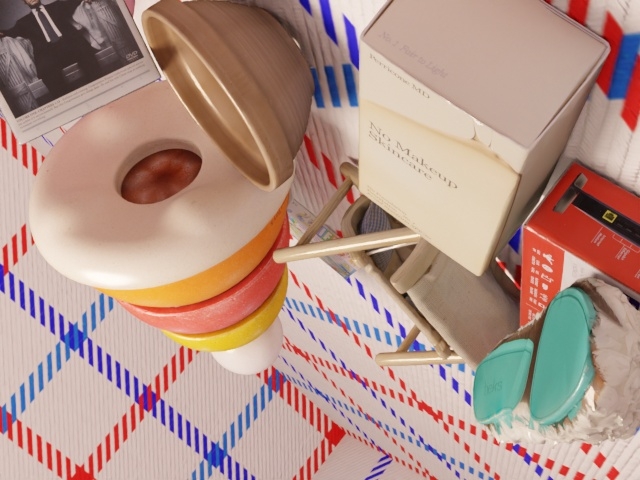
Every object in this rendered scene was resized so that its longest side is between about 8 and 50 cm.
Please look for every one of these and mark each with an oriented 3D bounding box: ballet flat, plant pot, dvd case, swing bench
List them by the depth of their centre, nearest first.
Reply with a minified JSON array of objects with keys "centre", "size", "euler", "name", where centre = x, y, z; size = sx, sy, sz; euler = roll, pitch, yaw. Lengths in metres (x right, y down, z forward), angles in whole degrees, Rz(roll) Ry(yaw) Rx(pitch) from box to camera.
[{"centre":[0.246,0.123,0.947],"size":[0.147,0.147,0.409],"euler":[38,169,4],"name":"ballet flat"},{"centre":[-0.083,-0.179,1.120],"size":[0.237,0.110,0.237],"euler":[49,169,14],"name":"plant pot"},{"centre":[-0.309,-0.251,1.132],"size":[0.239,0.179,0.029],"euler":[65,171,-17],"name":"dvd case"},{"centre":[0.128,0.051,1.255],"size":[0.254,0.165,0.253],"euler":[12,149,52],"name":"swing bench"}]

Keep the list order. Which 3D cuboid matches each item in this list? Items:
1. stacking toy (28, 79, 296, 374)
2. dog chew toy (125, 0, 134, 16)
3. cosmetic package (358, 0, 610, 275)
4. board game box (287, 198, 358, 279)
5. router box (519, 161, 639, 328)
[{"centre":[-0.158,0.046,1.429],"size":[0.350,0.350,0.480],"euler":[30,153,35],"name":"stacking toy"},{"centre":[-0.352,-0.306,1.303],"size":[0.206,0.206,0.332],"euler":[44,173,-19],"name":"dog chew toy"},{"centre":[0.124,-0.096,0.887],"size":[0.160,0.113,0.309],"euler":[36,167,14],"name":"cosmetic package"},{"centre":[0.000,0.000,1.694],"size":[0.154,0.026,0.103],"euler":[40,166,0],"name":"board game box"},{"centre":[0.343,0.100,0.997],"size":[0.301,0.082,0.335],"euler":[34,165,23],"name":"router box"}]
